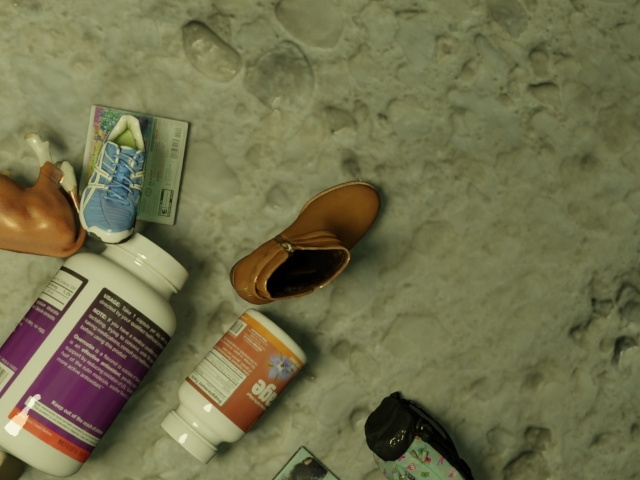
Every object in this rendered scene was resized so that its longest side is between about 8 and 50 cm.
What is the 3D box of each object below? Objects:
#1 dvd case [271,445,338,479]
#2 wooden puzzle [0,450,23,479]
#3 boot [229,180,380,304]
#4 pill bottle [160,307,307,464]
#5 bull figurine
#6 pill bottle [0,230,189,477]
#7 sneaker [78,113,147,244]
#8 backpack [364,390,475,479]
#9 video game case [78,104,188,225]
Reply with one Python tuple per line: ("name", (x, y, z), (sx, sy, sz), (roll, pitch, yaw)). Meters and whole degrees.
("dvd case", (-0.039, 0.394, 1.428), (0.087, 0.013, 0.119), (46, 79, -12))
("wooden puzzle", (-0.512, 0.332, 1.182), (0.238, 0.221, 0.044), (-23, 79, -17))
("boot", (0.000, 0.000, 1.329), (0.283, 0.220, 0.109), (-27, 98, -15))
("pill bottle", (-0.129, 0.216, 1.344), (0.121, 0.121, 0.216), (44, 79, -13))
("bull figurine", (-0.467, -0.060, 1.218), (0.310, 0.101, 0.188), (13, 58, -21))
("pill bottle", (-0.320, 0.145, 1.246), (0.181, 0.181, 0.323), (38, 74, -14))
("sneaker", (-0.279, -0.085, 1.240), (0.080, 0.081, 0.211), (9, 48, -17))
("backpack", (0.155, 0.343, 1.432), (0.115, 0.152, 0.182), (-41, 105, 4))
("video game case", (-0.277, -0.110, 1.350), (0.143, 0.019, 0.157), (9, 89, -17))
